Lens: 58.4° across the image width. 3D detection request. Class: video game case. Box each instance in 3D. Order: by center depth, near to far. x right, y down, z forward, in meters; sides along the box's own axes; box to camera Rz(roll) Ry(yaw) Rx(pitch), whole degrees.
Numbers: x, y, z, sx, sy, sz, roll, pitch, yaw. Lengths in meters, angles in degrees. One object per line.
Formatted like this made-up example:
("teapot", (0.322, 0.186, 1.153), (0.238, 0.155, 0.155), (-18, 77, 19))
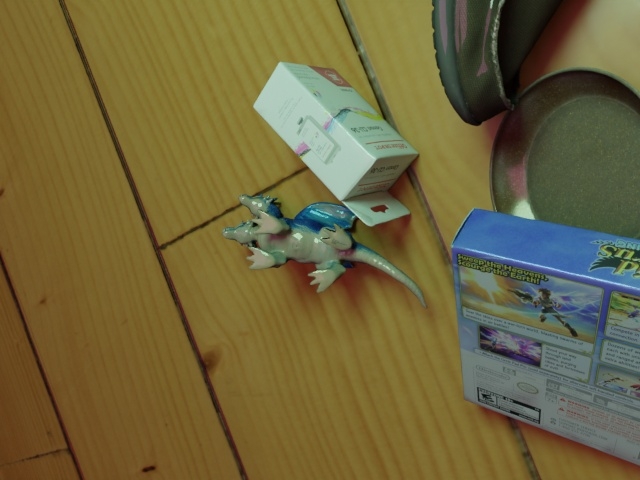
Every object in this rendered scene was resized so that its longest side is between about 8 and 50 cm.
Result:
("video game case", (0.260, 0.102, 0.511), (0.270, 0.061, 0.244), (15, 140, 31))

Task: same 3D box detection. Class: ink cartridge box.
("ink cartridge box", (0.032, -0.112, 0.652), (0.198, 0.115, 0.067), (48, 122, 15))

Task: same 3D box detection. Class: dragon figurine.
("dragon figurine", (0.000, 0.000, 0.717), (0.289, 0.144, 0.085), (11, 106, 12))

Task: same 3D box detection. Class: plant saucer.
("plant saucer", (0.239, -0.058, 0.533), (0.199, 0.036, 0.198), (26, 120, 59))

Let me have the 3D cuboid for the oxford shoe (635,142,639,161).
("oxford shoe", (0.337, -0.002, 0.504), (0.096, 0.083, 0.227), (-14, 91, 54))

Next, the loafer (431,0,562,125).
("loafer", (0.190, -0.279, 0.490), (0.130, 0.134, 0.365), (15, 105, 26))
